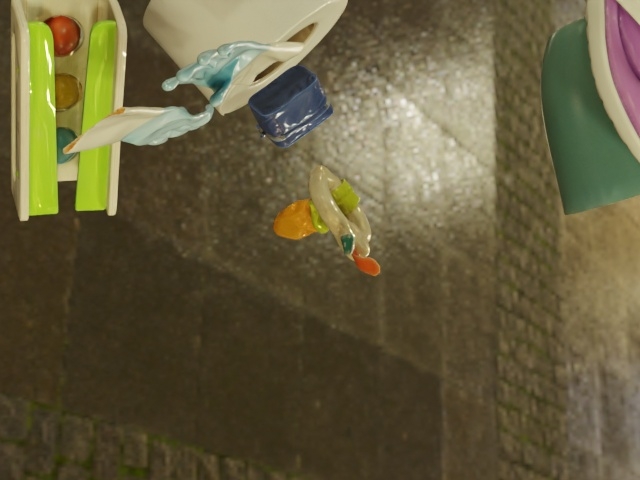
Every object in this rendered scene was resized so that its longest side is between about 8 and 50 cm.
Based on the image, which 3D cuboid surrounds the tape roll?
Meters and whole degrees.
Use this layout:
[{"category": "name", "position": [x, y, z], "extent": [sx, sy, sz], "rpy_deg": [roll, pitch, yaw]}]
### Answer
[{"category": "tape roll", "position": [-0.105, -0.321, 1.674], "extent": [0.169, 0.246, 0.246], "rpy_deg": [49, 33, 2]}]

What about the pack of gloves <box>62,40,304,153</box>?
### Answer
[{"category": "pack of gloves", "position": [-0.124, -0.134, 1.218], "extent": [0.046, 0.195, 0.232], "rpy_deg": [58, 22, 4]}]

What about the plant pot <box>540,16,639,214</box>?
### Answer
[{"category": "plant pot", "position": [0.421, -0.190, 1.552], "extent": [0.293, 0.293, 0.235], "rpy_deg": [-19, 89, -60]}]

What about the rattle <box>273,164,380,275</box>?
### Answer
[{"category": "rattle", "position": [0.000, 0.000, 1.661], "extent": [0.130, 0.143, 0.200], "rpy_deg": [61, 11, -49]}]

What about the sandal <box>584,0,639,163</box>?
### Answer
[{"category": "sandal", "position": [0.381, -0.264, 1.334], "extent": [0.169, 0.102, 0.416], "rpy_deg": [-9, 85, -29]}]

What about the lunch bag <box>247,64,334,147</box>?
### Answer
[{"category": "lunch bag", "position": [-0.037, -0.160, 1.469], "extent": [0.065, 0.098, 0.067], "rpy_deg": [58, -6, -38]}]

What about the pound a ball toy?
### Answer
[{"category": "pound a ball toy", "position": [-0.353, -0.186, 1.452], "extent": [0.136, 0.208, 0.319], "rpy_deg": [-118, -150, -49]}]
